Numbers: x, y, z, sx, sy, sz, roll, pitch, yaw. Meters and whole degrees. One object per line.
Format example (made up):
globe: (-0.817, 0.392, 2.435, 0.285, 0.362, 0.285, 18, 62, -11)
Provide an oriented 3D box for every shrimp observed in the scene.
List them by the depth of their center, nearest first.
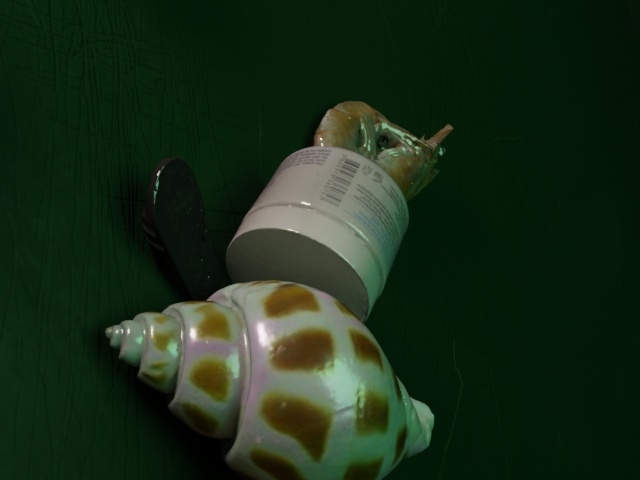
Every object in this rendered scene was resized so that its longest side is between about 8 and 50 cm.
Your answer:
shrimp: (0.094, -0.133, 1.235, 0.317, 0.077, 0.168, -31, 104, -48)

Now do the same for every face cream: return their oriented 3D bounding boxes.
face cream: (0.000, 0.000, 0.989, 0.177, 0.177, 0.153, 56, 42, -29)

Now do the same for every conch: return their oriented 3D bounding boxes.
conch: (-0.037, 0.154, 0.898, 0.368, 0.249, 0.197, 46, 75, -16)

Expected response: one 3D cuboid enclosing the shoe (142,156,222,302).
shoe: (-0.156, -0.006, 0.901, 0.071, 0.049, 0.179, -51, 141, -39)
